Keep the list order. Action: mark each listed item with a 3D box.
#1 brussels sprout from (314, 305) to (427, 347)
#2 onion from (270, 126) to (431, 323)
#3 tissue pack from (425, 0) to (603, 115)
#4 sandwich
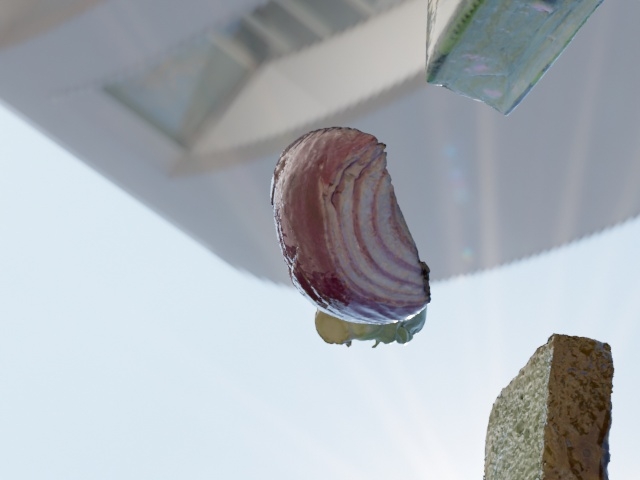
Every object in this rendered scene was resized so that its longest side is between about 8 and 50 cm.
[{"bbox_3d":[0.066,0.066,2.474,0.131,0.183,0.146,4,-84,37],"label":"brussels sprout"},{"bbox_3d":[0.000,0.000,2.209,0.111,0.250,0.247,-31,-162,-33],"label":"onion"},{"bbox_3d":[0.209,-0.324,1.967,0.228,0.128,0.311,-52,-156,45],"label":"tissue pack"},{"bbox_3d":[0.198,0.208,1.628,0.186,0.065,0.215,123,-22,-58],"label":"sandwich"}]
